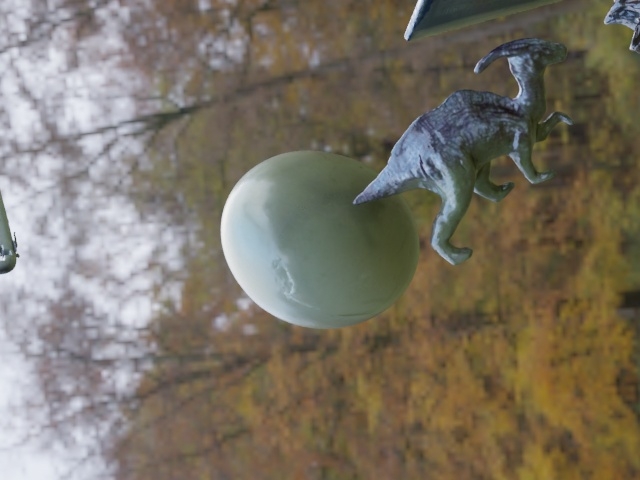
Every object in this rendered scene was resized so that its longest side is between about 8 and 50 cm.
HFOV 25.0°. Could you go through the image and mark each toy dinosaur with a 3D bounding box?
[{"bbox_3d":[0.180,-0.105,1.644,0.162,0.294,0.077,42,-173,-21],"label":"toy dinosaur"}]

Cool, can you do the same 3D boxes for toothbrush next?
[{"bbox_3d":[-0.371,-0.096,1.566,0.418,0.042,0.040,-113,24,-46],"label":"toothbrush"}]

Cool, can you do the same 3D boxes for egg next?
[{"bbox_3d":[0.000,0.000,1.777,0.269,0.219,0.219,15,-117,-31],"label":"egg"}]

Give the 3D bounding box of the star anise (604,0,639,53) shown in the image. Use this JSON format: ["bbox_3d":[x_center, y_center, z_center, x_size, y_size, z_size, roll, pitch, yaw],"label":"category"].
[{"bbox_3d":[0.464,-0.270,1.680,0.223,0.236,0.109,-22,-51,-52],"label":"star anise"}]

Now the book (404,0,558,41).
[{"bbox_3d":[0.223,-0.340,1.514,0.018,0.228,0.322,61,153,23],"label":"book"}]
